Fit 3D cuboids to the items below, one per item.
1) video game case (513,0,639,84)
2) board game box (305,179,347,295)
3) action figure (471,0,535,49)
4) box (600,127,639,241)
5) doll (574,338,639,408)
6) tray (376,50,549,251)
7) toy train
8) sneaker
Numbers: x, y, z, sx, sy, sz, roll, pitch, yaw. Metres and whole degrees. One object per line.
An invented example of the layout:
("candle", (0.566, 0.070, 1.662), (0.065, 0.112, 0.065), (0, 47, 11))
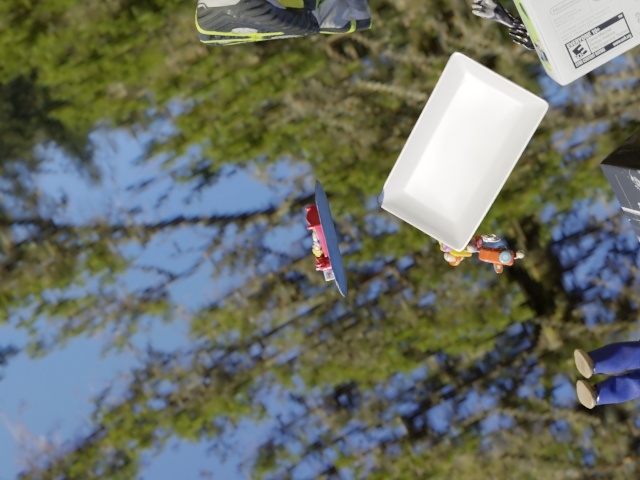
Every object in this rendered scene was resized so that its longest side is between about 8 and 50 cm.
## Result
("video game case", (0.300, -0.325, 1.333), (0.269, 0.244, 0.061), (-29, -156, 1))
("board game box", (0.000, 0.000, 1.904), (0.033, 0.168, 0.133), (-14, 177, 8))
("action figure", (0.345, -0.407, 2.227), (0.164, 0.141, 0.275), (-54, -165, 18))
("box", (0.639, -0.015, 2.022), (0.179, 0.343, 0.312), (-39, -156, -15))
("doll", (0.381, 0.131, 1.522), (0.189, 0.129, 0.046), (-11, -164, -12))
("tray", (0.192, -0.121, 1.853), (0.270, 0.145, 0.030), (-63, 175, 35))
("toy train", (0.246, 0.021, 2.125), (0.125, 0.046, 0.166), (7, -171, -3))
("sneaker", (-0.053, -0.327, 1.711), (0.145, 0.147, 0.385), (-1, -170, 21))
